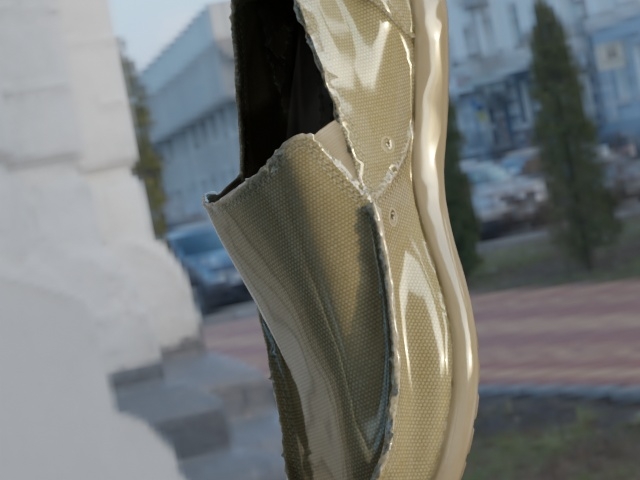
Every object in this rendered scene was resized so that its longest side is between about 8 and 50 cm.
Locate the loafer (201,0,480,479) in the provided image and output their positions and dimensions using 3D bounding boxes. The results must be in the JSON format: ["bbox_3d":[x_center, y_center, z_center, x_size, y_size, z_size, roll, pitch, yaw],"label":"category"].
[{"bbox_3d":[0.000,0.000,0.695,0.092,0.269,0.102,7,-20,-30],"label":"loafer"}]
